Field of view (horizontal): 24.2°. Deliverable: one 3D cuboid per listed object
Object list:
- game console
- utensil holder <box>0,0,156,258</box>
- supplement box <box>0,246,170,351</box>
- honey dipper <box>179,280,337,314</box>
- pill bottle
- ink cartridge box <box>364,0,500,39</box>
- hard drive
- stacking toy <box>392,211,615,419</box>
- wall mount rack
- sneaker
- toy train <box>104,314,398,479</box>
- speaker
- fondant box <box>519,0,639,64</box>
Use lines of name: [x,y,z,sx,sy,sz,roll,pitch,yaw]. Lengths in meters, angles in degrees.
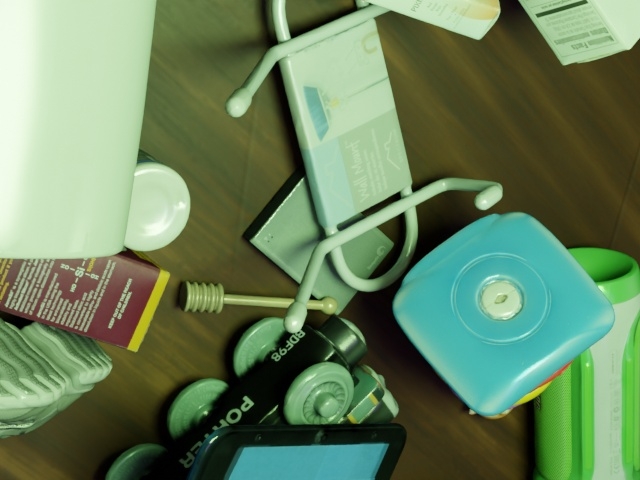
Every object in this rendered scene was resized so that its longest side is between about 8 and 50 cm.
game console: [-0.011,0.317,1.366,0.173,0.250,0.293,-40,152,31]
utensil holder: [-0.269,-0.195,1.054,0.327,0.327,0.386,4,94,-29]
supplement box: [-0.243,0.022,1.313,0.188,0.104,0.081,21,95,-32]
honey dipper: [-0.057,0.058,1.457,0.160,0.030,0.031,3,106,-22]
pill bottle: [-0.174,-0.046,1.307,0.078,0.137,0.078,-9,110,-26]
ink cartridge box: [0.070,-0.266,1.345,0.179,0.145,0.045,17,134,-22]
hard drive: [0.000,0.000,1.483,0.135,0.022,0.094,41,85,-33]
stacking toy: [0.180,0.115,1.523,0.175,0.166,0.302,-35,157,-10]
wall mount rack: [0.023,-0.085,1.373,0.304,0.130,0.350,-29,115,-33]
sneaker: [-0.275,0.133,1.268,0.115,0.105,0.281,-48,163,10]
toy train: [-0.066,0.225,1.469,0.334,0.142,0.190,-45,134,-10]
speaker: [0.293,0.164,1.635,0.131,0.131,0.297,-14,113,-24]
fondant box: [0.225,-0.364,1.359,0.238,0.096,0.330,-48,111,-27]
